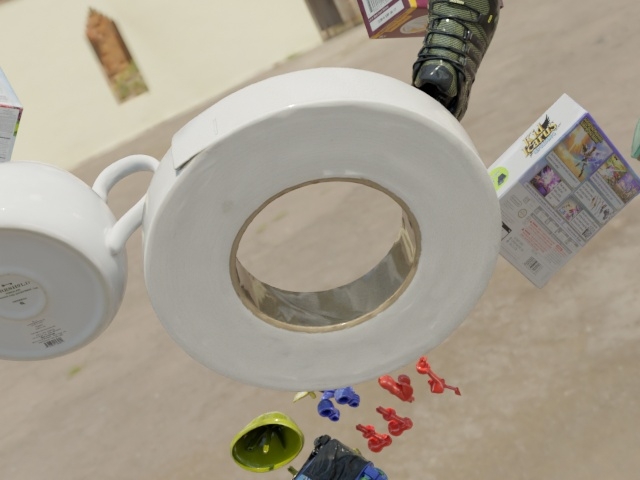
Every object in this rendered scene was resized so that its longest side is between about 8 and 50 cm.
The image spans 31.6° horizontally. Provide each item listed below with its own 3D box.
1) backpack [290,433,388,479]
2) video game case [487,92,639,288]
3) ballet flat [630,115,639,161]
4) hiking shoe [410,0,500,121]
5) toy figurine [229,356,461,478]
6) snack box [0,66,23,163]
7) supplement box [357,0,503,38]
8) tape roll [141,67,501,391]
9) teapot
[{"bbox_3d":[0.001,0.374,1.512,0.117,0.158,0.173,27,53,26],"label":"backpack"},{"bbox_3d":[0.365,-0.071,1.790,0.244,0.269,0.061,-44,49,9],"label":"video game case"},{"bbox_3d":[0.297,-0.107,0.882,0.086,0.086,0.248,-24,-12,6],"label":"ballet flat"},{"bbox_3d":[0.152,-0.215,1.292,0.086,0.226,0.114,11,28,8],"label":"hiking shoe"},{"bbox_3d":[0.024,0.196,1.730,0.362,0.191,0.217,-41,35,31],"label":"toy figurine"},{"bbox_3d":[-0.395,-0.144,1.342,0.037,0.100,0.141,6,28,-33],"label":"snack box"},{"bbox_3d":[0.158,-0.351,1.644,0.188,0.080,0.104,-10,-11,-37],"label":"supplement box"},{"bbox_3d":[0.000,0.000,1.219,0.392,0.392,0.072,-24,37,7],"label":"tape roll"},{"bbox_3d":[-0.328,-0.002,1.274,0.187,0.256,0.252,-93,25,-48],"label":"teapot"}]
